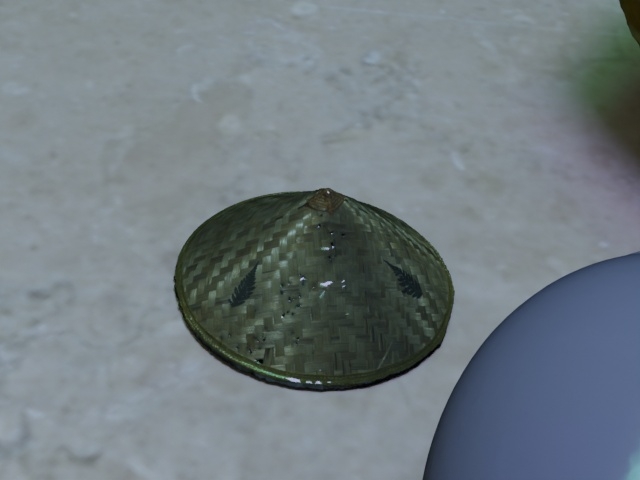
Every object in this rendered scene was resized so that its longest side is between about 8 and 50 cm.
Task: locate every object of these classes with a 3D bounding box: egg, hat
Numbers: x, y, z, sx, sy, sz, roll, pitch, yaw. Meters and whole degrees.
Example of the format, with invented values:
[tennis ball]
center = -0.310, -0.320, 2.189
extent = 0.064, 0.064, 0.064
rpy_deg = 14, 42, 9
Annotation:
[egg]
center = 0.123, 0.111, 0.583
extent = 0.176, 0.176, 0.232
rpy_deg = 17, 45, 10
[hat]
center = 0.000, 0.000, 0.767
extent = 0.146, 0.067, 0.146
rpy_deg = 4, 42, -4

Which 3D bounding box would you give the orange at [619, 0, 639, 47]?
[orange]
center = 0.341, -0.137, 0.856
extent = 0.368, 0.210, 0.271
rpy_deg = -21, 26, -30
